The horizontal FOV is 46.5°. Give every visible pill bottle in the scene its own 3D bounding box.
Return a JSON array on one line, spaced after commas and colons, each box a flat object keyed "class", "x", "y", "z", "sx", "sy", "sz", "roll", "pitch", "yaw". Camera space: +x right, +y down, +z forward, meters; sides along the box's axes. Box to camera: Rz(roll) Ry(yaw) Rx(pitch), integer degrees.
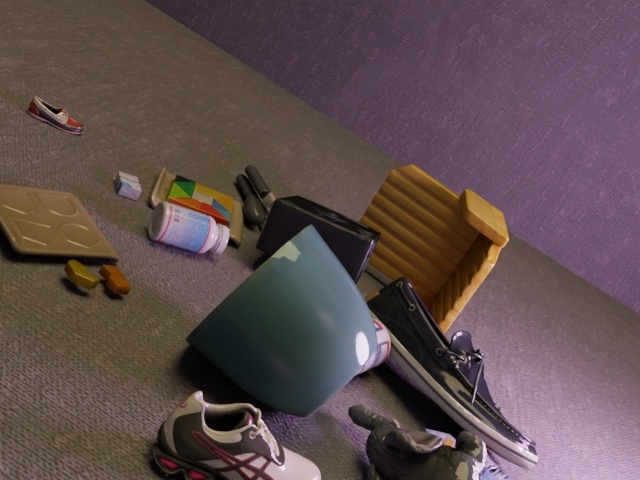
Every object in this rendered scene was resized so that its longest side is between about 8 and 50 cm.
[{"class": "pill bottle", "x": 0.057, "y": 0.219, "z": 1.506, "sx": 0.108, "sy": 0.108, "sz": 0.180, "roll": 41, "pitch": 22, "yaw": 24}, {"class": "pill bottle", "x": -0.282, "y": -0.022, "z": 1.606, "sx": 0.160, "sy": 0.087, "sz": 0.087, "roll": 19, "pitch": 24, "yaw": -31}]

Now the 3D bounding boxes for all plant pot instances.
[{"class": "plant pot", "x": -0.045, "y": 0.157, "z": 1.284, "sx": 0.235, "sy": 0.293, "sz": 0.293, "roll": 48, "pitch": 21, "yaw": 1}]

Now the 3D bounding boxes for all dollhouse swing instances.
[{"class": "dollhouse swing", "x": 0.246, "y": 0.015, "z": 1.897, "sx": 0.304, "sy": 0.347, "sz": 0.315, "roll": 32, "pitch": 20, "yaw": -2}]

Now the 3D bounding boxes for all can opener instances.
[{"class": "can opener", "x": -0.172, "y": -0.124, "z": 1.997, "sx": 0.093, "sy": 0.074, "sz": 0.280, "roll": 42, "pitch": 10, "yaw": -34}]

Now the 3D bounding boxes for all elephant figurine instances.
[{"class": "elephant figurine", "x": 0.145, "y": 0.376, "z": 1.258, "sx": 0.239, "sy": 0.186, "sz": 0.170, "roll": 22, "pitch": 63, "yaw": 4}]

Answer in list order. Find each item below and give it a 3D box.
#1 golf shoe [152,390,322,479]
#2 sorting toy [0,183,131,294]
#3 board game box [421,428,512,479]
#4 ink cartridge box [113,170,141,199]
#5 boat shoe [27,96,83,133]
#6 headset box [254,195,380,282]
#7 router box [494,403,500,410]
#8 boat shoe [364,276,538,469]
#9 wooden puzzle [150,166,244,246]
[{"class": "golf shoe", "x": -0.099, "y": 0.307, "z": 1.072, "sx": 0.272, "sy": 0.120, "sz": 0.105, "roll": 24, "pitch": 20, "yaw": -25}, {"class": "sorting toy", "x": -0.482, "y": -0.002, "z": 1.358, "sx": 0.229, "sy": 0.041, "sz": 0.307, "roll": 12, "pitch": 28, "yaw": -52}, {"class": "board game box", "x": 0.273, "y": 0.429, "z": 1.403, "sx": 0.194, "sy": 0.060, "sz": 0.194, "roll": 42, "pitch": 23, "yaw": 24}, {"class": "ink cartridge box", "x": -0.443, "y": -0.130, "z": 1.708, "sx": 0.048, "sy": 0.028, "sz": 0.083, "roll": 18, "pitch": 24, "yaw": -33}, {"class": "boat shoe", "x": -0.637, "y": -0.302, "z": 1.807, "sx": 0.137, "sy": 0.043, "sz": 0.049, "roll": 24, "pitch": 20, "yaw": -23}, {"class": "headset box", "x": 0.000, "y": 0.000, "z": 1.777, "sx": 0.246, "sy": 0.131, "sz": 0.283, "roll": 25, "pitch": 8, "yaw": 7}, {"class": "router box", "x": 0.335, "y": 0.359, "z": 1.681, "sx": 0.122, "sy": 0.038, "sz": 0.092, "roll": 43, "pitch": 24, "yaw": 27}, {"class": "boat shoe", "x": 0.279, "y": 0.268, "z": 1.574, "sx": 0.500, "sy": 0.156, "sz": 0.187, "roll": 46, "pitch": 0, "yaw": 28}, {"class": "wooden puzzle", "x": -0.290, "y": -0.091, "z": 1.816, "sx": 0.238, "sy": 0.044, "sz": 0.221, "roll": 26, "pitch": 21, "yaw": -15}]
